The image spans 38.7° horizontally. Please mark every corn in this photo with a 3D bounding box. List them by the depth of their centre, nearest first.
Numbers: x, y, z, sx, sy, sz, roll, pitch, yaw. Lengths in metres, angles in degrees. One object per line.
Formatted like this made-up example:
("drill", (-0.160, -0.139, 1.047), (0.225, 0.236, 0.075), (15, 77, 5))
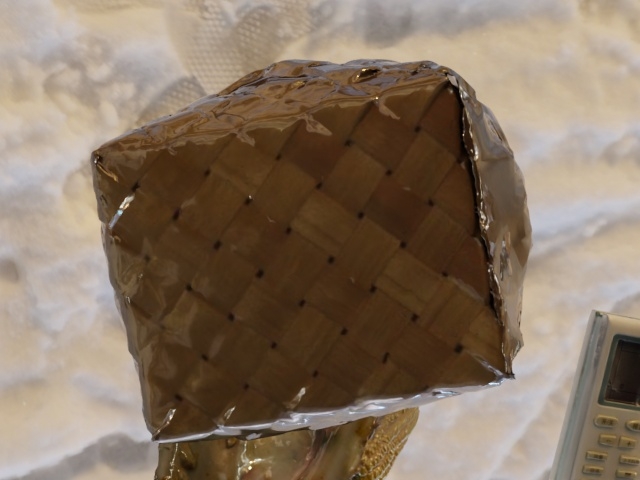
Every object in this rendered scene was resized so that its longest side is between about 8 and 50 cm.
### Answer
("corn", (0.063, 0.228, 1.060), (0.231, 0.080, 0.080), (-26, 132, -64))

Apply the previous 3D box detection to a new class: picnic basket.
("picnic basket", (0.000, 0.000, 0.763), (0.337, 0.337, 0.293), (-12, 93, -21))

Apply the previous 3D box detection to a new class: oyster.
("oyster", (-0.039, 0.185, 0.893), (0.221, 0.096, 0.361), (6, 71, 1))

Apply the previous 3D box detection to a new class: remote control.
("remote control", (0.362, 0.231, 1.141), (0.103, 0.055, 0.277), (11, 95, -15))
